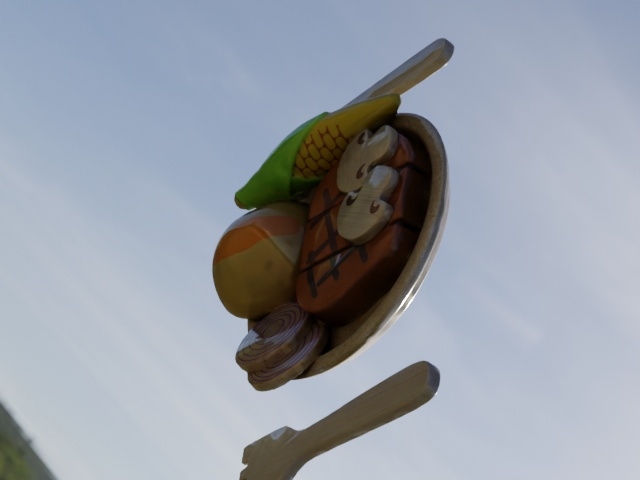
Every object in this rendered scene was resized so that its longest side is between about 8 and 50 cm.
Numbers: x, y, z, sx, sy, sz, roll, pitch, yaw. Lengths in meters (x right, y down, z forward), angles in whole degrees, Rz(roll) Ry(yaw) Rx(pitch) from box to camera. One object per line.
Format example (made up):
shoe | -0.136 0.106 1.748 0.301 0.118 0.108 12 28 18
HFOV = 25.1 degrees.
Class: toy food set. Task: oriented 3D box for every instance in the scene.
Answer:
toy food set | 0.000 0.000 0.590 0.038 0.192 0.132 31 -46 -28
